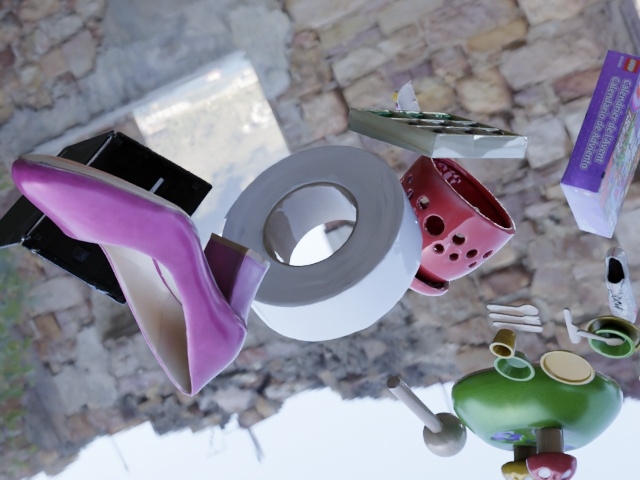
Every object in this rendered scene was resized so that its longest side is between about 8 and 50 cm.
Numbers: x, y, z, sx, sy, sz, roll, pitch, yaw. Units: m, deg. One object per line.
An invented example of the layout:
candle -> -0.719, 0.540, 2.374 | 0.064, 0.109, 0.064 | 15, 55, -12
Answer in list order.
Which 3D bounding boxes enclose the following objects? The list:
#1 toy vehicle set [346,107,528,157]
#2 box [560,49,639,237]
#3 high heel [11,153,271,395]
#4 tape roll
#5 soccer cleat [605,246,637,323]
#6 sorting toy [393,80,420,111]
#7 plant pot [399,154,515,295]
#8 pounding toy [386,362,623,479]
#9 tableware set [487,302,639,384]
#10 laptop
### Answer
toy vehicle set -> 0.187, -0.168, 1.548 | 0.166, 0.035, 0.266 | 23, -162, 37
box -> 0.429, -0.132, 1.467 | 0.057, 0.201, 0.293 | 18, 175, 22
high heel -> -0.126, 0.029, 0.655 | 0.082, 0.117, 0.244 | 23, 174, 30
tape roll -> 0.000, 0.000, 1.441 | 0.286, 0.100, 0.286 | -13, -127, 17
soccer cleat -> 0.299, 0.048, 0.994 | 0.029, 0.083, 0.035 | -5, -169, 28
sorting toy -> 0.165, -0.267, 1.949 | 0.044, 0.083, 0.075 | -21, -172, -3
plant pot -> 0.183, -0.019, 1.561 | 0.174, 0.191, 0.191 | -50, 178, 21
pounding toy -> 0.206, 0.215, 1.064 | 0.236, 0.110, 0.183 | -8, 150, 22
tableware set -> 0.217, 0.099, 0.846 | 0.154, 0.104, 0.024 | 4, -132, 28
laptop -> -0.333, -0.031, 1.445 | 0.234, 0.264, 0.136 | -58, 174, -31
